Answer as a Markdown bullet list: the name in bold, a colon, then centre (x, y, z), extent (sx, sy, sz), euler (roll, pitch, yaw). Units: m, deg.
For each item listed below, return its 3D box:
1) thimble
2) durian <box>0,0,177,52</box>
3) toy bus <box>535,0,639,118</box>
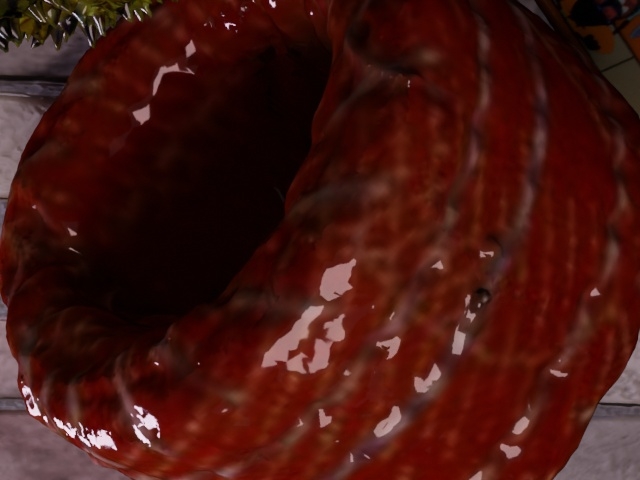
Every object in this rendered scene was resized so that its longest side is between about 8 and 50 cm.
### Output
- **thimble**: centre (0.000, 0.000, 1.045), extent (0.231, 0.350, 0.350), euler (29, 123, -36)
- **durian**: centre (-0.152, -0.197, 0.882), extent (0.291, 0.224, 0.291), euler (-11, 137, -10)
- **toy bus**: centre (0.160, -0.173, 1.075), extent (0.092, 0.093, 0.409), euler (-24, 134, 19)
